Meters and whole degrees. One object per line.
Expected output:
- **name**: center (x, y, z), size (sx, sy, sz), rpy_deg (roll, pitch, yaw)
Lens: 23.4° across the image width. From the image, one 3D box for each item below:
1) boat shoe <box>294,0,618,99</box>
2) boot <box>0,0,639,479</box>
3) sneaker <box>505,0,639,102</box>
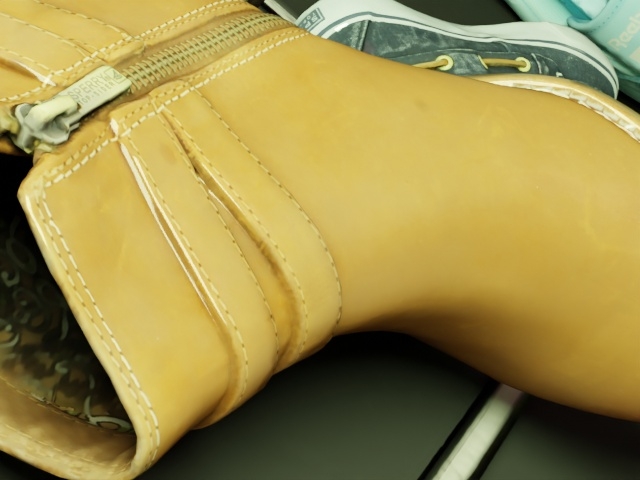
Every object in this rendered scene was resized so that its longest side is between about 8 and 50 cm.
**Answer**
- **boat shoe**: center (0.071, -0.046, 0.641), size (0.183, 0.065, 0.083), rpy_deg (3, 46, -40)
- **boot**: center (0.000, 0.000, 0.423), size (0.283, 0.109, 0.220), rpy_deg (37, 26, 1)
- **sneaker**: center (0.204, -0.108, 0.840), size (0.366, 0.135, 0.150), rpy_deg (36, 34, 14)
